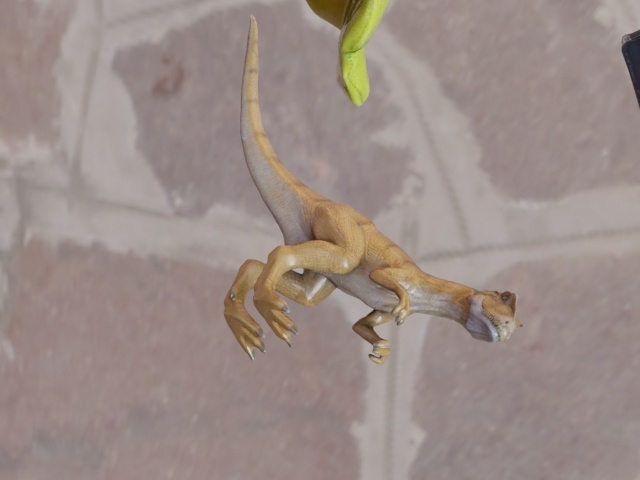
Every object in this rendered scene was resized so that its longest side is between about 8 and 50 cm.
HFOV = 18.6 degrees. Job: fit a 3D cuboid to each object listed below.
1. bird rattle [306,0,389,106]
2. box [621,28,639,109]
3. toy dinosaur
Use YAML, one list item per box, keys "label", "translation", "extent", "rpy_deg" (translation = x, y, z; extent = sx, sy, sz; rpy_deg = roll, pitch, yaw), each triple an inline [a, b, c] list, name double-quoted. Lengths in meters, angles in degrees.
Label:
- label: "bird rattle"
  translation: [-0.035, -0.147, 0.776]
  extent: [0.206, 0.253, 0.143]
  rpy_deg: [19, 93, 13]
- label: "box"
  translation: [0.382, -0.124, 0.898]
  extent: [0.318, 0.395, 0.097]
  rpy_deg: [-11, 81, -55]
- label: "toy dinosaur"
  translation: [0.000, 0.000, 0.930]
  extent: [0.211, 0.064, 0.112]
  rpy_deg: [41, 62, 21]
